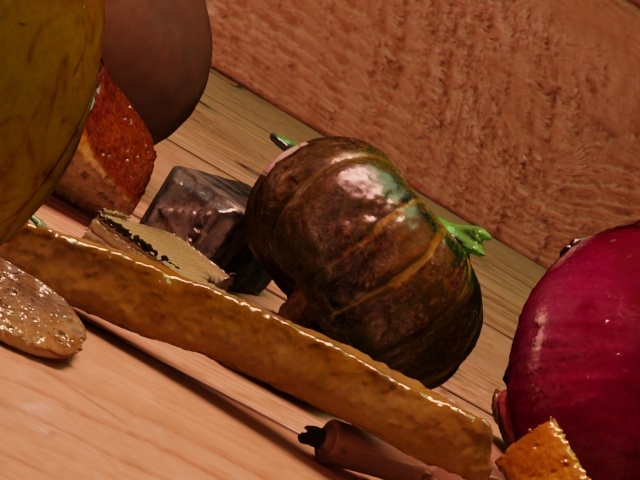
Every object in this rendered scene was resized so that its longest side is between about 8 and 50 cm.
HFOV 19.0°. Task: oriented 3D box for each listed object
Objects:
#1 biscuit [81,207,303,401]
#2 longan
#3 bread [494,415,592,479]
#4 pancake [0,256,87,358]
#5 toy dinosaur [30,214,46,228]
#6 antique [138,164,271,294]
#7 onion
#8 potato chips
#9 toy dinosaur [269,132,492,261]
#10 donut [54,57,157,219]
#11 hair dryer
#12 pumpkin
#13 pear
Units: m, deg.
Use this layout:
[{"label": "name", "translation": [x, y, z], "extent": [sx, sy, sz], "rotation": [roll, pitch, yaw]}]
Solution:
[{"label": "biscuit", "translation": [-0.084, 0.061, 1.652], "extent": [0.250, 0.046, 0.147], "rotation": [35, 7, 22]}, {"label": "longan", "translation": [-0.250, -0.225, 2.019], "extent": [0.300, 0.243, 0.300], "rotation": [41, -34, 36]}, {"label": "bread", "translation": [0.198, 0.215, 1.565], "extent": [0.103, 0.065, 0.187], "rotation": [56, 1, 22]}, {"label": "pancake", "translation": [-0.225, 0.036, 1.319], "extent": [0.151, 0.025, 0.151], "rotation": [33, 6, -4]}, {"label": "toy dinosaur", "translation": [-0.258, -0.029, 1.609], "extent": [0.062, 0.021, 0.083], "rotation": [45, 6, -2]}, {"label": "antique", "translation": [-0.101, -0.010, 1.870], "extent": [0.086, 0.088, 0.183], "rotation": [35, 7, 20]}, {"label": "onion", "translation": [0.297, 0.155, 1.845], "extent": [0.348, 0.348, 0.385], "rotation": [29, -30, -28]}, {"label": "potato chips", "translation": [-0.055, 0.078, 1.445], "extent": [0.407, 0.057, 0.080], "rotation": [24, 3, -2]}, {"label": "toy dinosaur", "translation": [0.000, 0.000, 2.243], "extent": [0.500, 0.144, 0.374], "rotation": [34, 19, 34]}, {"label": "donut", "translation": [-0.217, -0.097, 1.811], "extent": [0.186, 0.144, 0.126], "rotation": [1, -45, 54]}, {"label": "hair dryer", "translation": [0.056, 0.170, 1.506], "extent": [0.181, 0.064, 0.117], "rotation": [22, 13, -31]}, {"label": "pumpkin", "translation": [0.028, 0.036, 1.761], "extent": [0.260, 0.189, 0.260], "rotation": [51, -4, 5]}, {"label": "pear", "translation": [-0.269, -0.110, 1.161], "extent": [0.283, 0.283, 0.283], "rotation": [32, 8, -5]}]
